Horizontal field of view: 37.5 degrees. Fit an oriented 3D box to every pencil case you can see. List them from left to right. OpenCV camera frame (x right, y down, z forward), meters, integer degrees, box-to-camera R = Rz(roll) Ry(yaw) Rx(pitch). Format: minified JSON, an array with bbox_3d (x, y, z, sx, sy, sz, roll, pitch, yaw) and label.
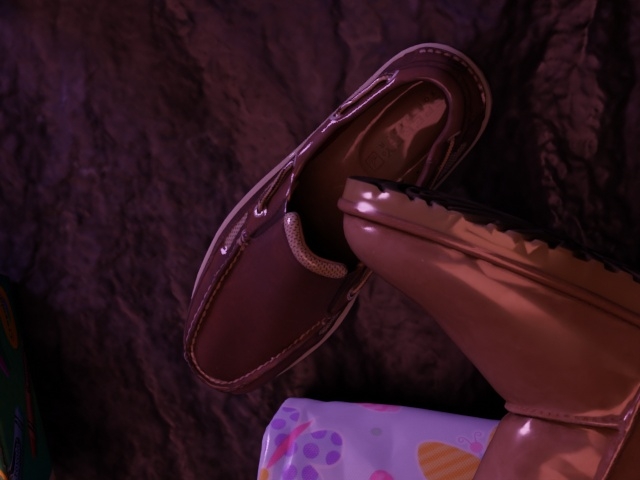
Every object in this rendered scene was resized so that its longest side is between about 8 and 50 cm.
[{"bbox_3d":[0.096,0.161,0.553,0.273,0.113,0.124,5,140,10],"label":"pencil case"}]

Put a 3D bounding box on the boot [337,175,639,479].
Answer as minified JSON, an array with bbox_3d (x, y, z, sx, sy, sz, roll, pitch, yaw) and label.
[{"bbox_3d":[0.075,0.128,0.448,0.236,0.089,0.270,23,98,11],"label":"boot"}]

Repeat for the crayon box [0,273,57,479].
[{"bbox_3d":[-0.322,0.135,0.597,0.278,0.081,0.165,-17,81,2],"label":"crayon box"}]

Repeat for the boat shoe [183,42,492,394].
[{"bbox_3d":[-0.006,-0.005,0.539,0.095,0.095,0.257,36,109,1],"label":"boat shoe"}]
